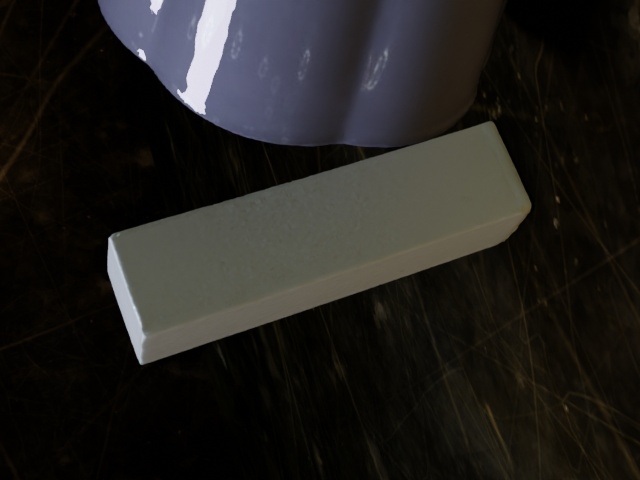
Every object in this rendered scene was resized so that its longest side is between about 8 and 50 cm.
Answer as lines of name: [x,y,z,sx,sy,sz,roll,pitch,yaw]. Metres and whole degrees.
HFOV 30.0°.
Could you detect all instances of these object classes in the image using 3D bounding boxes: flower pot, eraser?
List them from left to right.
eraser: [-0.001,0.000,0.865,0.076,0.298,0.078,115,134,-67]
flower pot: [0.018,-0.226,0.697,0.265,0.265,0.243,62,147,32]
